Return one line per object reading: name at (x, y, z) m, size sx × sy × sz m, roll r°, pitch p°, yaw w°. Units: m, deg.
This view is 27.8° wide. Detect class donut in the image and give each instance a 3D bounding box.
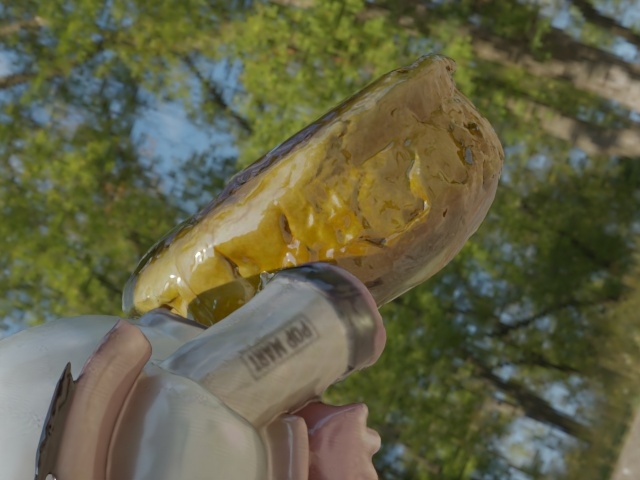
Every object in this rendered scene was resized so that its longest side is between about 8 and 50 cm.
donut at (0.000, 0.000, 1.005) m, size 0.330 × 0.160 × 0.330 m, roll -32°, pitch -5°, yaw -3°

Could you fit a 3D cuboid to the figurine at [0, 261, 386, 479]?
figurine at (-0.118, 0.139, 0.757) m, size 0.361 × 0.211 × 0.253 m, roll -26°, pitch 37°, yaw 57°
